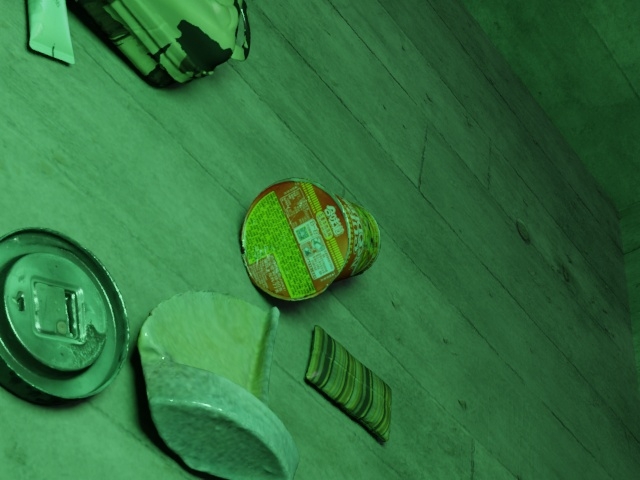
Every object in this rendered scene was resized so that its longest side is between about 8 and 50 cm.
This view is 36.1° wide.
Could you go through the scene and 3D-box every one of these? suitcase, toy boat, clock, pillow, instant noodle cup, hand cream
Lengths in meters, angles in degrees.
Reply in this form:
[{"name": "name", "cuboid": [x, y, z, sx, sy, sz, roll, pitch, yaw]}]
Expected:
[{"name": "suitcase", "cuboid": [-0.220, -0.418, 1.543, 0.339, 0.194, 0.351, 50, 32, -39]}, {"name": "toy boat", "cuboid": [-0.144, 0.180, 1.307, 0.276, 0.111, 0.293, 30, 31, -42]}, {"name": "clock", "cuboid": [-0.320, 0.089, 1.154, 0.215, 0.042, 0.215, 36, 40, -37]}, {"name": "pillow", "cuboid": [0.051, 0.232, 1.601, 0.203, 0.038, 0.113, 42, 36, -29]}, {"name": "instant noodle cup", "cuboid": [0.000, 0.000, 1.591, 0.212, 0.193, 0.193, 2, 64, -66]}, {"name": "hand cream", "cuboid": [-0.388, -0.349, 1.391, 0.078, 0.050, 0.205, 17, 57, -55]}]
